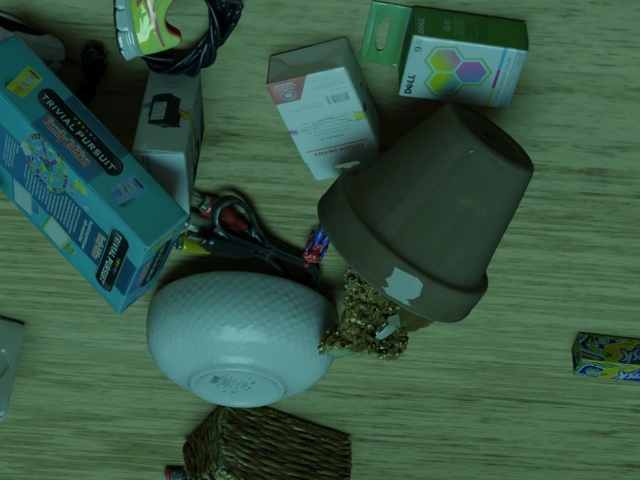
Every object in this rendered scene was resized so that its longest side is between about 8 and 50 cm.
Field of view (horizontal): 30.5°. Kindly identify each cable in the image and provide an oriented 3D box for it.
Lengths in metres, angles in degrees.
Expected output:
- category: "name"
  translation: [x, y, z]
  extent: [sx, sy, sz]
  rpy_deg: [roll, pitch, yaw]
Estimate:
- category: "cable"
  translation: [-0.108, -0.005, 1.904]
  extent: [0.287, 0.072, 0.139]
  rpy_deg: [17, 122, -33]
- category: "cable"
  translation: [-0.198, -0.289, 1.560]
  extent: [0.151, 0.047, 0.184]
  rpy_deg: [24, 136, -22]

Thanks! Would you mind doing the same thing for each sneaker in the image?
- category: "sneaker"
  translation: [-0.292, 0.547, 2.545]
  extent: [0.065, 0.061, 0.158]
  rpy_deg: [-10, 139, 6]
- category: "sneaker"
  translation: [-0.215, -0.331, 1.466]
  extent: [0.094, 0.081, 0.208]
  rpy_deg: [-4, 118, -3]

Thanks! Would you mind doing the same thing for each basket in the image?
- category: "basket"
  translation: [-0.114, 0.482, 2.333]
  extent: [0.299, 0.213, 0.223]
  rpy_deg: [23, 135, -20]

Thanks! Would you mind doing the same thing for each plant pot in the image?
- category: "plant pot"
  translation: [0.163, -0.057, 1.599]
  extent: [0.263, 0.263, 0.229]
  rpy_deg: [27, 114, -25]

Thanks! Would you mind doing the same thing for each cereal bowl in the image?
- category: "cereal bowl"
  translation: [-0.136, 0.192, 2.016]
  extent: [0.339, 0.141, 0.339]
  rpy_deg: [2, 150, 1]

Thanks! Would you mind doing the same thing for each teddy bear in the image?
- category: "teddy bear"
  translation: [0.126, 0.079, 1.895]
  extent: [0.245, 0.113, 0.338]
  rpy_deg: [-3, 140, -25]

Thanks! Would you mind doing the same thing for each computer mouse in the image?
- category: "computer mouse"
  translation: [-0.392, -0.254, 1.620]
  extent: [0.193, 0.042, 0.106]
  rpy_deg: [20, 138, -18]

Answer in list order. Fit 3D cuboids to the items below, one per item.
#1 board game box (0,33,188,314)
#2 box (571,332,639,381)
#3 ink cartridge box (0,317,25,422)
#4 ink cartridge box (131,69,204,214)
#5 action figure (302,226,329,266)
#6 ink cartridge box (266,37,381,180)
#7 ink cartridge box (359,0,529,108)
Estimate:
- category: "board game box"
  translation: [-0.344, -0.082, 1.615]
  extent: [0.336, 0.079, 0.254]
  rpy_deg: [46, 151, 4]
- category: "box"
  translation: [0.534, 0.210, 2.081]
  extent: [0.169, 0.059, 0.054]
  rpy_deg: [6, 142, -2]
- category: "ink cartridge box"
  translation: [-0.647, 0.289, 2.152]
  extent: [0.117, 0.207, 0.283]
  rpy_deg: [18, 137, -19]
- category: "ink cartridge box"
  translation: [-0.209, -0.139, 1.638]
  extent: [0.072, 0.175, 0.127]
  rpy_deg: [3, 140, 1]
- category: "action figure"
  translation: [0.000, 0.000, 1.890]
  extent: [0.038, 0.030, 0.115]
  rpy_deg: [16, 124, -22]
- category: "ink cartridge box"
  translation: [0.013, -0.180, 1.657]
  extent: [0.115, 0.067, 0.198]
  rpy_deg: [-11, 136, 16]
- category: "ink cartridge box"
  translation: [0.162, -0.246, 1.570]
  extent: [0.209, 0.062, 0.109]
  rpy_deg: [8, 141, -4]
